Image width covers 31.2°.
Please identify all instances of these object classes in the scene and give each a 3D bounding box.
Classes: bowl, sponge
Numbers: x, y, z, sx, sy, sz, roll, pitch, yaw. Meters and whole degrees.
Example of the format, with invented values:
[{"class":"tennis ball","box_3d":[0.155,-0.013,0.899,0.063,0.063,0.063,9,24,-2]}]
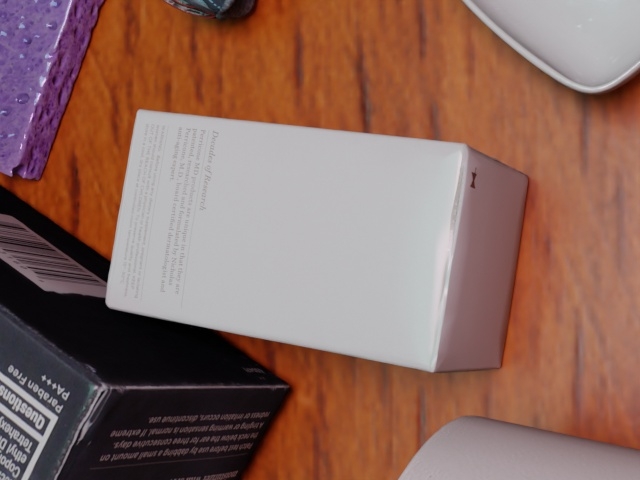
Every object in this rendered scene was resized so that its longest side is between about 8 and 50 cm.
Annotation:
[{"class":"bowl","box_3d":[0.137,-0.152,0.558,0.142,0.053,0.142,-47,69,14]},{"class":"sponge","box_3d":[-0.193,-0.155,0.726,0.117,0.031,0.210,23,95,25]}]

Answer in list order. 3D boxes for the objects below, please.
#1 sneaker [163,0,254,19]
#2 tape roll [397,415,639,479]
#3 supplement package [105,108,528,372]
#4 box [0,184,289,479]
[{"class":"sneaker","box_3d":[0.004,-0.224,0.619,0.262,0.104,0.125,-41,87,21]},{"class":"tape roll","box_3d":[0.112,0.201,0.429,0.169,0.246,0.246,8,88,25]},{"class":"supplement package","box_3d":[0.000,0.000,0.579,0.179,0.105,0.105,8,88,27]},{"class":"box","box_3d":[-0.229,0.128,0.631,0.296,0.183,0.294,32,98,26]}]
